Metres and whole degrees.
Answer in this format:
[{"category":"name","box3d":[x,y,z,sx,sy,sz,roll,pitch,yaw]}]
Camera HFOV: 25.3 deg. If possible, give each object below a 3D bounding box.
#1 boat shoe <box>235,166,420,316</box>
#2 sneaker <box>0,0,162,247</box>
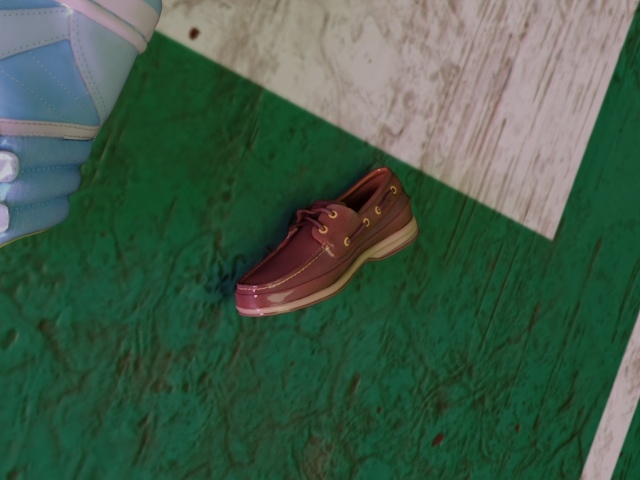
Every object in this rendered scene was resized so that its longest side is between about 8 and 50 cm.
[{"category":"boat shoe","box3d":[0.001,0.000,1.033,0.178,0.064,0.060,-32,116,-39]},{"category":"sneaker","box3d":[-0.236,-0.091,0.751,0.319,0.127,0.208,19,87,-42]}]
